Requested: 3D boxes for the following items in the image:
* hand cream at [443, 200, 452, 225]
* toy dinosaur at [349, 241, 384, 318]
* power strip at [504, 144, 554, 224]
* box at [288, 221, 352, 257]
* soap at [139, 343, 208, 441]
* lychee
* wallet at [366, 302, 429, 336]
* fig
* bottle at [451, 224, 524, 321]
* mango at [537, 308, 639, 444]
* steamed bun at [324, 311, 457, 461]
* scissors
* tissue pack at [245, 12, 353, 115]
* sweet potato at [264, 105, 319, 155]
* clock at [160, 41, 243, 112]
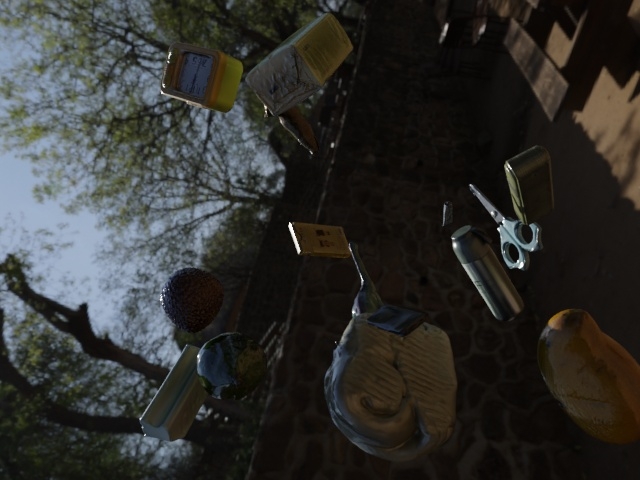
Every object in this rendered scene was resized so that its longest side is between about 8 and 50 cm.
[{"bbox_3d":[0.340,-0.071,1.488,0.093,0.030,0.019,74,169,-48],"label":"hand cream"},{"bbox_3d":[0.137,0.190,1.972,0.331,0.129,0.383,62,-157,-3],"label":"toy dinosaur"},{"bbox_3d":[0.507,-0.121,1.345,0.387,0.092,0.066,37,-153,-61],"label":"power strip"},{"bbox_3d":[0.000,0.000,1.179,0.020,0.149,0.073,-40,58,38],"label":"box"},{"bbox_3d":[-0.416,0.471,1.683,0.289,0.095,0.173,-64,-16,-45],"label":"soap"},{"bbox_3d":[-0.382,0.173,1.655,0.194,0.194,0.194,12,-90,-89],"label":"lychee"},{"bbox_3d":[0.164,0.170,1.221,0.156,0.082,0.018,3,124,63],"label":"wallet"},{"bbox_3d":[-0.238,0.342,1.525,0.245,0.195,0.195,145,139,-74],"label":"fig"},{"bbox_3d":[0.412,0.079,1.362,0.096,0.254,0.079,-25,14,41],"label":"bottle"},{"bbox_3d":[0.535,0.263,1.099,0.177,0.295,0.120,-28,1,40],"label":"mango"},{"bbox_3d":[0.164,0.367,1.422,0.255,0.342,0.368,-57,10,48],"label":"steamed bun"},{"bbox_3d":[0.596,-0.068,1.853,0.360,0.029,0.191,59,147,34],"label":"scissors"},{"bbox_3d":[-0.044,-0.410,1.294,0.159,0.125,0.234,-22,26,38],"label":"tissue pack"},{"bbox_3d":[-0.103,-0.416,2.003,0.286,0.085,0.112,46,-118,-35],"label":"sweet potato"},{"bbox_3d":[-0.302,-0.409,1.401,0.096,0.202,0.143,8,-78,-56],"label":"clock"}]
